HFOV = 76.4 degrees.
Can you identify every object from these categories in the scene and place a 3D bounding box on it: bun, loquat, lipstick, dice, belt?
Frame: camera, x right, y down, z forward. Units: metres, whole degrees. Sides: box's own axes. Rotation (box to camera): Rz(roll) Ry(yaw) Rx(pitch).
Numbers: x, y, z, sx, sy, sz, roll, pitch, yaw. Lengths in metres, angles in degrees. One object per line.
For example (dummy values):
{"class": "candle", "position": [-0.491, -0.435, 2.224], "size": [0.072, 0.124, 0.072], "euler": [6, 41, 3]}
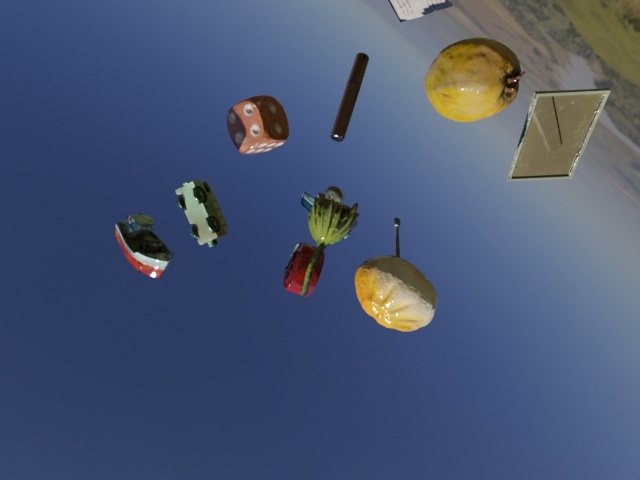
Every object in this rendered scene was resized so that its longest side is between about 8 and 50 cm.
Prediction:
{"class": "bun", "position": [0.234, 0.199, 1.364], "size": [0.299, 0.299, 0.165], "euler": [45, -116, 3]}
{"class": "loquat", "position": [0.359, -0.375, 0.956], "size": [0.234, 0.175, 0.187], "euler": [10, 173, 43]}
{"class": "lipstick", "position": [0.110, -0.535, 1.518], "size": [0.057, 0.057, 0.356], "euler": [23, -103, -31]}
{"class": "dice", "position": [-0.233, -0.433, 1.543], "size": [0.175, 0.174, 0.179], "euler": [-16, -91, -59]}
{"class": "belt", "position": [-0.073, 0.108, 1.576], "size": [0.124, 0.200, 0.128], "euler": [21, -179, -22]}

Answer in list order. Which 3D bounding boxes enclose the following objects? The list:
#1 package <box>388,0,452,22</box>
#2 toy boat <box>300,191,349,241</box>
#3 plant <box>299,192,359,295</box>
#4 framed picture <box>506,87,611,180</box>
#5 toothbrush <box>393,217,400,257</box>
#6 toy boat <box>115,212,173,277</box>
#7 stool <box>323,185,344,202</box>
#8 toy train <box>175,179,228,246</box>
{"class": "package", "position": [0.326, -0.864, 1.394], "size": [0.251, 0.204, 0.062], "euler": [36, -118, -53]}
{"class": "toy boat", "position": [0.013, -0.106, 1.849], "size": [0.299, 0.061, 0.096], "euler": [43, 175, -24]}
{"class": "plant", "position": [0.033, 0.012, 1.381], "size": [0.180, 0.251, 0.333], "euler": [6, -111, 0]}
{"class": "framed picture", "position": [0.819, -0.358, 1.421], "size": [0.248, 0.334, 0.022], "euler": [-3, -140, 0]}
{"class": "toothbrush", "position": [0.341, 0.037, 1.810], "size": [0.030, 0.030, 0.297], "euler": [38, -129, -62]}
{"class": "toy boat", "position": [-0.644, 0.006, 1.508], "size": [0.145, 0.133, 0.332], "euler": [-1, -148, -48]}
{"class": "stool", "position": [0.072, -0.225, 2.051], "size": [0.096, 0.096, 0.110], "euler": [48, -164, 9]}
{"class": "toy train", "position": [-0.554, -0.127, 1.923], "size": [0.326, 0.129, 0.159], "euler": [67, -156, -3]}
